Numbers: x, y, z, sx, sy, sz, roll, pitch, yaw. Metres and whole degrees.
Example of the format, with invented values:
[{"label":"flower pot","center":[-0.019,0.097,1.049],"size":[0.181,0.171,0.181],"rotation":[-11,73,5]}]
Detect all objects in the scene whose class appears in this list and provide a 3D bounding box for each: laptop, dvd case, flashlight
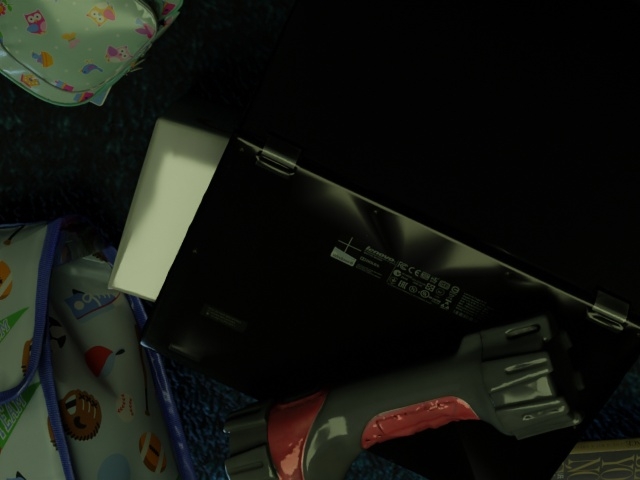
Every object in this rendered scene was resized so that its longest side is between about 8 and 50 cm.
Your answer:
[{"label":"laptop","center":[0.107,-0.032,1.660],"size":[0.382,0.236,0.408],"rotation":[25,128,-3]},{"label":"dvd case","center":[0.278,0.253,1.998],"size":[0.221,0.018,0.164],"rotation":[-5,147,3]},{"label":"flashlight","center":[0.069,0.152,1.595],"size":[0.304,0.103,0.103],"rotation":[-15,146,24]}]

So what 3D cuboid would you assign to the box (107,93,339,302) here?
[{"label":"box","center":[0.000,0.000,1.786],"size":[0.345,0.215,0.168],"rotation":[18,100,-1]}]

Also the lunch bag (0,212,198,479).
[{"label":"lunch bag","center":[-0.334,0.180,1.971],"size":[0.328,0.239,0.385],"rotation":[-10,95,31]}]

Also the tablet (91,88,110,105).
[{"label":"tablet","center":[-0.223,-0.173,1.867],"size":[0.054,0.006,0.083],"rotation":[26,127,-7]}]

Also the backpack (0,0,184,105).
[{"label":"backpack","center":[-0.228,-0.215,1.757],"size":[0.166,0.144,0.188],"rotation":[34,127,-18]}]
